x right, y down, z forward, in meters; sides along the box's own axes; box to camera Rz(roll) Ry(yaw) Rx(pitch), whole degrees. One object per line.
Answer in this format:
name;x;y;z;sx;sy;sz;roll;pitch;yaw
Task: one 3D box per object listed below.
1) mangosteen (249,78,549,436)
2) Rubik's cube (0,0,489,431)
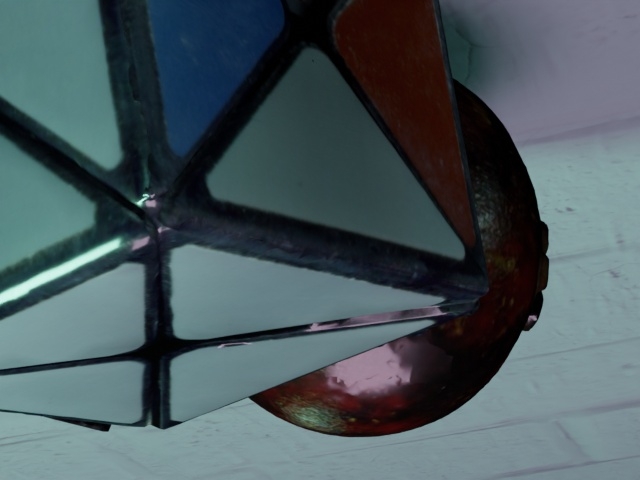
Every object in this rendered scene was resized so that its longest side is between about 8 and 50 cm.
mangosteen;0.019;-0.002;1.347;0.311;0.311;0.311;-6;160;-2
Rubik's cube;-0.117;-0.073;1.081;0.310;0.305;0.307;-23;157;33
